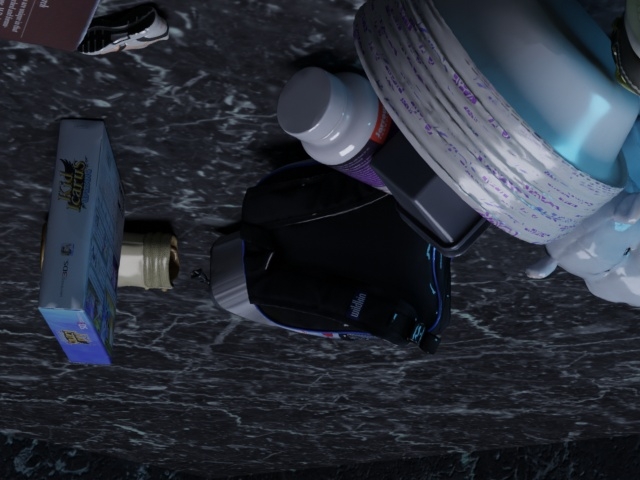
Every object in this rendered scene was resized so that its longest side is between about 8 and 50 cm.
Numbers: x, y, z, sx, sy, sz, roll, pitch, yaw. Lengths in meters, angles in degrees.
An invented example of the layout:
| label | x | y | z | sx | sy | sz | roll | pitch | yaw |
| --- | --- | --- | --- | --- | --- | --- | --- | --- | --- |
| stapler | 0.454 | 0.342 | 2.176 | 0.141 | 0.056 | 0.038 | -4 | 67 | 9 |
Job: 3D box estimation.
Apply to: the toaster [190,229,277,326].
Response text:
| label | x | y | z | sx | sy | sz | roll | pitch | yaw |
| --- | --- | --- | --- | --- | --- | --- | --- | --- | --- |
| toaster | -0.060 | 0.044 | 2.073 | 0.227 | 0.129 | 0.146 | 19 | 151 | -37 |

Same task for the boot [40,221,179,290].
| label | x | y | z | sx | sy | sz | roll | pitch | yaw |
| --- | --- | --- | --- | --- | --- | --- | --- | --- | --- |
| boot | -0.318 | 0.045 | 2.148 | 0.203 | 0.095 | 0.262 | 2 | 157 | -5 |

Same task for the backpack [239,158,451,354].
| label | x | y | z | sx | sy | sz | roll | pitch | yaw |
| --- | --- | --- | --- | --- | --- | --- | --- | --- | --- |
| backpack | 0.037 | 0.005 | 1.791 | 0.263 | 0.276 | 0.213 | 0 | 175 | 13 |

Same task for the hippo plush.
| label | x | y | z | sx | sy | sz | roll | pitch | yaw |
| --- | --- | --- | --- | --- | --- | --- | --- | --- | --- |
| hippo plush | 0.310 | -0.069 | 1.452 | 0.294 | 0.236 | 0.234 | 36 | 118 | -23 |

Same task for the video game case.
| label | x | y | z | sx | sy | sz | roll | pitch | yaw |
| --- | --- | --- | --- | --- | --- | --- | --- | --- | --- |
| video game case | -0.301 | 0.009 | 1.800 | 0.061 | 0.244 | 0.269 | 2 | 161 | -1 |

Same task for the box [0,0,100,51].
| label | x | y | z | sx | sy | sz | roll | pitch | yaw |
| --- | --- | --- | --- | --- | --- | --- | --- | --- | --- |
| box | -0.266 | -0.271 | 1.095 | 0.203 | 0.168 | 0.167 | 8 | 159 | -18 |

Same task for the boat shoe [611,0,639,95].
| label | x | y | z | sx | sy | sz | roll | pitch | yaw |
| --- | --- | --- | --- | --- | --- | --- | --- | --- | --- |
| boat shoe | 0.301 | -0.169 | 1.200 | 0.109 | 0.305 | 0.091 | 27 | 120 | 5 |

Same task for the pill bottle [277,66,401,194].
| label | x | y | z | sx | sy | sz | roll | pitch | yaw |
| --- | --- | --- | --- | --- | --- | --- | --- | --- | --- |
| pill bottle | 0.044 | -0.126 | 1.588 | 0.108 | 0.108 | 0.193 | -14 | 156 | 38 |

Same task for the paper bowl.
| label | x | y | z | sx | sy | sz | roll | pitch | yaw |
| --- | --- | --- | --- | --- | --- | --- | --- | --- | --- |
| paper bowl | 0.175 | -0.149 | 1.273 | 0.148 | 0.284 | 0.284 | -42 | 141 | 25 |

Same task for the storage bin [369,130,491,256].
| label | x | y | z | sx | sy | sz | roll | pitch | yaw |
| --- | --- | --- | --- | --- | --- | --- | --- | --- | --- |
| storage bin | 0.122 | -0.062 | 1.527 | 0.091 | 0.098 | 0.135 | 44 | -179 | -38 |

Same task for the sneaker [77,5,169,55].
| label | x | y | z | sx | sy | sz | roll | pitch | yaw |
| --- | --- | --- | --- | --- | --- | --- | --- | --- | --- |
| sneaker | -0.206 | -0.211 | 1.465 | 0.109 | 0.040 | 0.044 | -9 | 161 | 28 |
